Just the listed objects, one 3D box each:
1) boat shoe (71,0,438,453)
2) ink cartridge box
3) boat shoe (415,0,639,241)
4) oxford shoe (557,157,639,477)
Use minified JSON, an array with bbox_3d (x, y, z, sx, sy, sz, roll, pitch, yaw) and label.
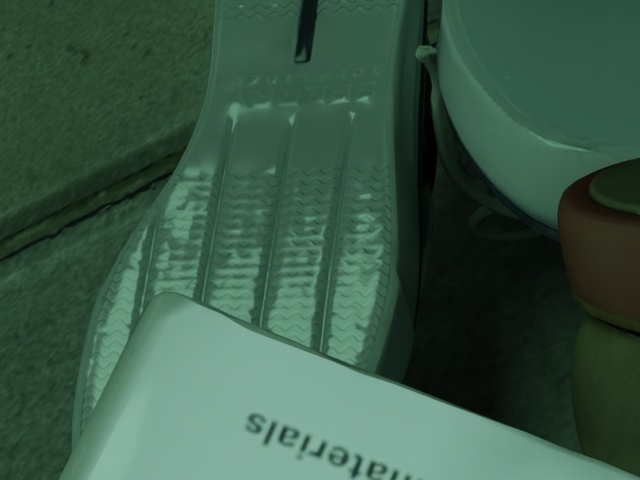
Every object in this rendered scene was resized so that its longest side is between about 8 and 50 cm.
[{"bbox_3d":[0.000,0.000,0.685,0.121,0.119,0.335,4,62,21],"label":"boat shoe"},{"bbox_3d":[-0.039,0.258,0.372,0.166,0.285,0.395,21,64,9],"label":"ink cartridge box"},{"bbox_3d":[0.101,-0.061,0.698,0.135,0.156,0.367,0,30,-1],"label":"boat shoe"},{"bbox_3d":[0.225,0.057,0.420,0.348,0.130,0.123,10,21,35],"label":"oxford shoe"}]
